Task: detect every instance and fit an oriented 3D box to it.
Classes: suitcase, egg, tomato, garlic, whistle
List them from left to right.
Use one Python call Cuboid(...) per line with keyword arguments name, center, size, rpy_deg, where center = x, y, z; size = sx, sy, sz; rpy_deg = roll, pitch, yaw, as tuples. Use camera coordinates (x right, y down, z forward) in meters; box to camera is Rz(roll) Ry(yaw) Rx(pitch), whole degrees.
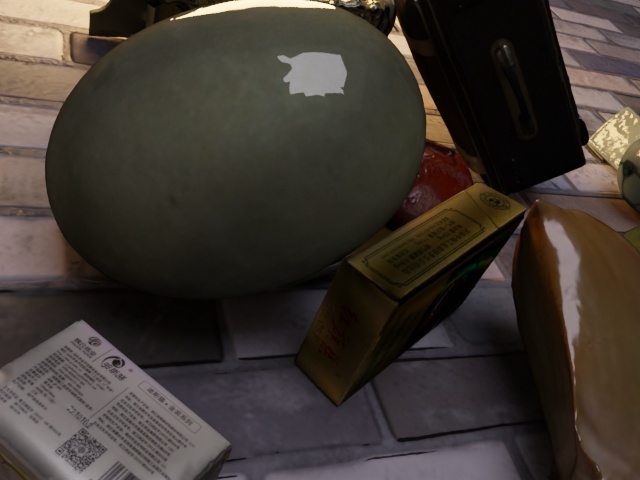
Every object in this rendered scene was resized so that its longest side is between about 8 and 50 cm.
Cuboid(name="egg", center=(-0.080, -0.078, 0.567), size=(0.352, 0.258, 0.258), rpy_deg=(-11, 34, 22))
Cuboid(name="tomato", center=(0.096, -0.097, 0.791), size=(0.228, 0.101, 0.228), rpy_deg=(17, 25, -8))
Cuboid(name="suitcase", center=(0.236, -0.275, 0.894), size=(0.434, 0.194, 0.283), rpy_deg=(53, 22, -38))
Cuboid(name="garlic", center=(0.246, 0.135, 0.603), size=(0.196, 0.151, 0.338), rpy_deg=(32, 54, -32))
Cuboid(name="whistle", center=(0.564, -0.134, 1.063), size=(0.164, 0.163, 0.289), rpy_deg=(-4, 46, -29))

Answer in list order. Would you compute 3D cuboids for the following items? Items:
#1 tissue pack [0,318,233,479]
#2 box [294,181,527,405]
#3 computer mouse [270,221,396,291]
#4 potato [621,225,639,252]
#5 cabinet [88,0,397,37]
Cuboid(name="tissue pack", center=(-0.157, 0.149, 0.434), size=(0.149, 0.099, 0.106), rpy_deg=(36, 39, 14))
Cuboid(name="box", center=(0.094, 0.045, 0.628), size=(0.071, 0.159, 0.240), rpy_deg=(40, 44, 22))
Cuboid(name="computer mouse", center=(0.001, -0.001, 0.704), size=(0.199, 0.044, 0.102), rpy_deg=(-14, 45, -28))
Cuboid(name="potato", center=(0.447, 0.069, 0.756), size=(0.229, 0.197, 0.148), rpy_deg=(-1, 12, -5))
Cuboid(name="cabinet", center=(-0.123, -0.303, 0.854), size=(0.318, 0.227, 0.289), rpy_deg=(-6, 50, -30))
